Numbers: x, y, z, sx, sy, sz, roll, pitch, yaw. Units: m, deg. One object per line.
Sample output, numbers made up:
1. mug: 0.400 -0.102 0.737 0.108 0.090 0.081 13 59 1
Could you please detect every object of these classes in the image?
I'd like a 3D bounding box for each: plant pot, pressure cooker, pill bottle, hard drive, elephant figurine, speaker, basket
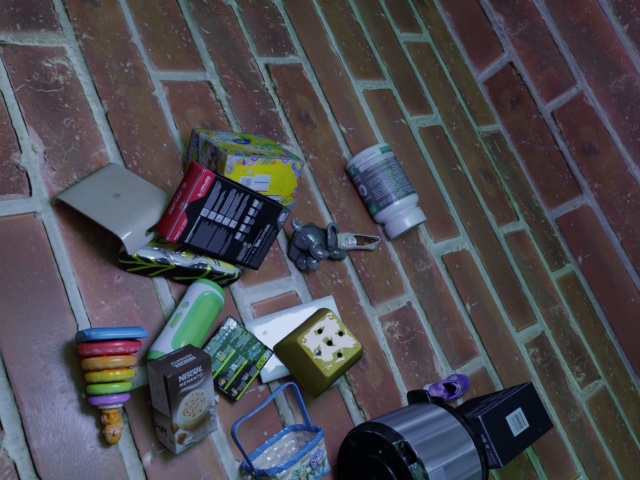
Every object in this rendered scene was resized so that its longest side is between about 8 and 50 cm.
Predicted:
1. plant pot: 0.009 0.330 1.816 0.212 0.187 0.212 -37 83 -21
2. pressure cooker: 0.309 0.702 1.842 0.420 0.370 0.375 -6 33 -41
3. pill bottle: 0.272 -0.199 2.425 0.204 0.204 0.361 -22 80 -41
4. hard drive: -0.073 0.317 1.926 0.307 0.040 0.203 -15 75 -17
5. elephant figurine: 0.000 0.000 2.163 0.169 0.186 0.239 37 40 18
6. speaker: -0.390 0.256 1.745 0.131 0.131 0.297 37 49 -14
7. basket: -0.108 0.591 1.719 0.254 0.201 0.289 -32 97 -41

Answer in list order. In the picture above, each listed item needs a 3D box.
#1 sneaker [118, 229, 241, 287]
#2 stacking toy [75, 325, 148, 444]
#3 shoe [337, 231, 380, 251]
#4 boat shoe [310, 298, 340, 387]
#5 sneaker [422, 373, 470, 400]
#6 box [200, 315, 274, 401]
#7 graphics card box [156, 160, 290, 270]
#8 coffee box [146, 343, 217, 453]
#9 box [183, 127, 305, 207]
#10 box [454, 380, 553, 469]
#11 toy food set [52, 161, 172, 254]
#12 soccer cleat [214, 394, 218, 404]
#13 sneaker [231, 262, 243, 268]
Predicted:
1. sneaker: -0.416 0.043 1.832 0.384 0.145 0.147 19 54 -31
2. stacking toy: -0.553 0.381 1.564 0.165 0.175 0.302 3 78 -35
3. shoe: 0.140 -0.001 2.318 0.219 0.058 0.077 5 64 -35
4. boat shoe: -0.003 0.342 1.995 0.094 0.109 0.302 4 67 -39
5. sneaker: 0.499 0.559 2.250 0.236 0.104 0.095 -7 69 -40
6. box: -0.267 0.357 1.803 0.184 0.045 0.191 42 66 -12
7. graphics card box: -0.284 -0.065 1.801 0.371 0.233 0.094 23 8 -46
8. coffee box: -0.369 0.424 1.600 0.141 0.098 0.247 -23 121 -42
9. box: -0.259 -0.242 1.989 0.290 0.177 0.279 -1 27 -36
10. box: 0.583 0.671 2.111 0.343 0.312 0.179 -14 76 -40
11. toy food set: -0.600 -0.097 1.755 0.306 0.092 0.220 29 46 16
12. soccer cleat: -0.335 0.458 1.744 0.083 0.029 0.036 27 44 -26
13. sneaker: -0.328 0.017 1.961 0.212 0.080 0.094 41 61 -13
